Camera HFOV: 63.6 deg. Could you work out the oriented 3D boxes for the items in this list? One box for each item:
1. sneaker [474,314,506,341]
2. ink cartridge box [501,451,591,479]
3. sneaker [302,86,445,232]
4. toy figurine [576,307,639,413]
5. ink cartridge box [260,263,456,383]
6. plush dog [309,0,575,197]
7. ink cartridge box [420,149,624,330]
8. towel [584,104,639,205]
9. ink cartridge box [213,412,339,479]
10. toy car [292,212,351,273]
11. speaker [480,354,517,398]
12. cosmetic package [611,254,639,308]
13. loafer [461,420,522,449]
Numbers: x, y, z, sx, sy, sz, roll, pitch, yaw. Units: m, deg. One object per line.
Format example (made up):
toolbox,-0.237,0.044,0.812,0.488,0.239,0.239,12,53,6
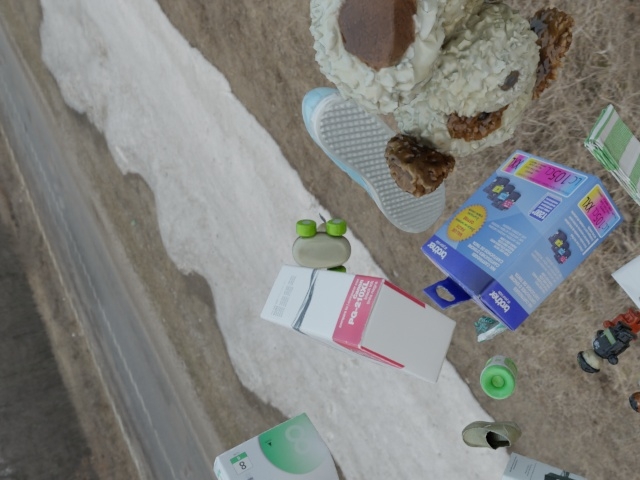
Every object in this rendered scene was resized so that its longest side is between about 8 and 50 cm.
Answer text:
sneaker,0.549,0.278,1.691,0.166,0.064,0.076,115,142,-62
ink cartridge box,0.517,0.591,1.150,0.208,0.086,0.153,11,116,33
sneaker,0.104,-0.159,0.960,0.135,0.366,0.150,-41,37,8
toy figurine,0.735,0.285,1.209,0.209,0.213,0.148,46,123,23
ink cartridge box,0.050,0.119,0.778,0.237,0.171,0.100,4,68,52
plush dog,0.104,-0.169,0.437,0.210,0.262,0.225,38,165,54
ink cartridge box,0.411,0.012,1.153,0.395,0.151,0.270,-48,26,5
towel,0.925,-0.231,1.525,0.325,0.248,0.038,46,143,-3
ink cartridge box,-0.045,0.420,0.849,0.225,0.180,0.056,48,137,33
toy car,0.000,0.000,1.352,0.188,0.148,0.155,-97,6,-68
speaker,0.673,0.509,1.939,0.131,0.296,0.131,-2,85,22
cosmetic package,0.784,0.036,0.966,0.365,0.155,0.197,-47,55,29
loafer,0.377,0.440,1.161,0.148,0.050,0.056,-32,85,42
